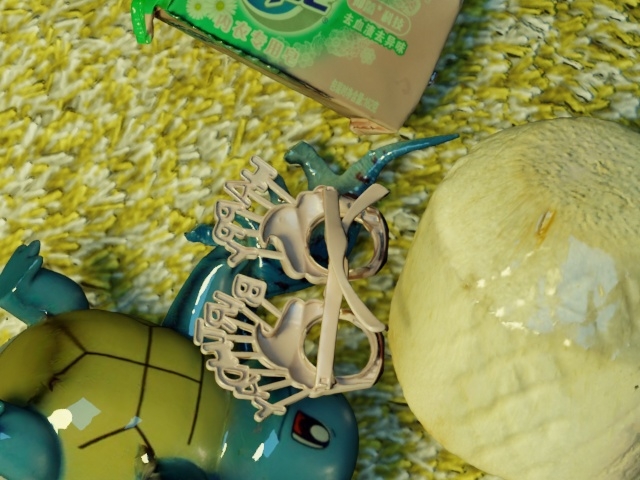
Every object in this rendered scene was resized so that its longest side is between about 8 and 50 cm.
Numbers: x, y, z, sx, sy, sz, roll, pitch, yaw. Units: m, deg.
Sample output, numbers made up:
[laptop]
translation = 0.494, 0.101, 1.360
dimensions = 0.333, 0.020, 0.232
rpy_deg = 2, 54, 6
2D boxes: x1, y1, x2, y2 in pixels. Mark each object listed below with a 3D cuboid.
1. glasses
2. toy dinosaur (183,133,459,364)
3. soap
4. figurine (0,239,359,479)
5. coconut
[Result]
[glasses]
translation = -0.021, 0.031, 1.392
dimensions = 0.162, 0.095, 0.255
rpy_deg = 4, 57, -2
[toy dinosaur]
translation = -0.030, -0.010, 1.509
dimensions = 0.144, 0.076, 0.329
rpy_deg = 38, 90, -3
[soap]
translation = -0.012, -0.222, 1.468
dimensions = 0.273, 0.098, 0.218
rpy_deg = 26, 85, -28
[figurine]
translation = -0.180, 0.153, 1.413
dimensions = 0.416, 0.243, 0.298
rpy_deg = -3, 38, 6
[coconut]
translation = 0.198, 0.062, 1.391
dimensions = 0.329, 0.329, 0.329
rpy_deg = 0, 82, 3
